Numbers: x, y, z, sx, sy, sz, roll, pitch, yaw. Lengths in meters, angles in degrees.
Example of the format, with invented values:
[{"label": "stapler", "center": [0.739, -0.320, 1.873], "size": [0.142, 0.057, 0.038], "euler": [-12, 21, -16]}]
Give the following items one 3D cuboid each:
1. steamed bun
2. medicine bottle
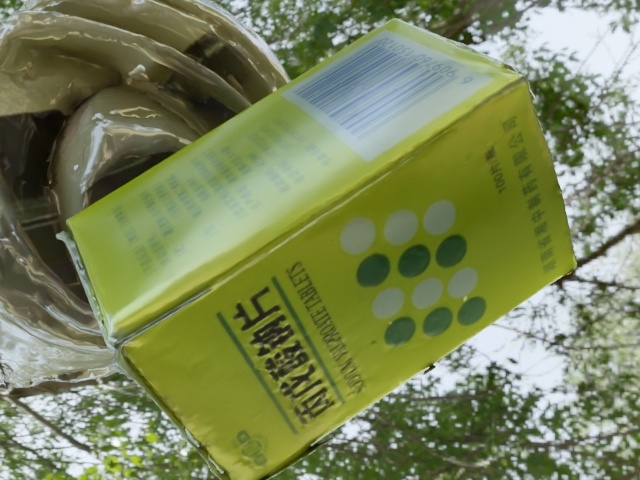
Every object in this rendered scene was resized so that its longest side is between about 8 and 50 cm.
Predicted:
[{"label": "steamed bun", "center": [-0.154, -0.036, 0.613], "size": [0.346, 0.237, 0.394], "euler": [27, -94, -25]}, {"label": "medicine bottle", "center": [0.000, 0.000, 0.420], "size": [0.250, 0.141, 0.137], "euler": [-33, -51, -8]}]
